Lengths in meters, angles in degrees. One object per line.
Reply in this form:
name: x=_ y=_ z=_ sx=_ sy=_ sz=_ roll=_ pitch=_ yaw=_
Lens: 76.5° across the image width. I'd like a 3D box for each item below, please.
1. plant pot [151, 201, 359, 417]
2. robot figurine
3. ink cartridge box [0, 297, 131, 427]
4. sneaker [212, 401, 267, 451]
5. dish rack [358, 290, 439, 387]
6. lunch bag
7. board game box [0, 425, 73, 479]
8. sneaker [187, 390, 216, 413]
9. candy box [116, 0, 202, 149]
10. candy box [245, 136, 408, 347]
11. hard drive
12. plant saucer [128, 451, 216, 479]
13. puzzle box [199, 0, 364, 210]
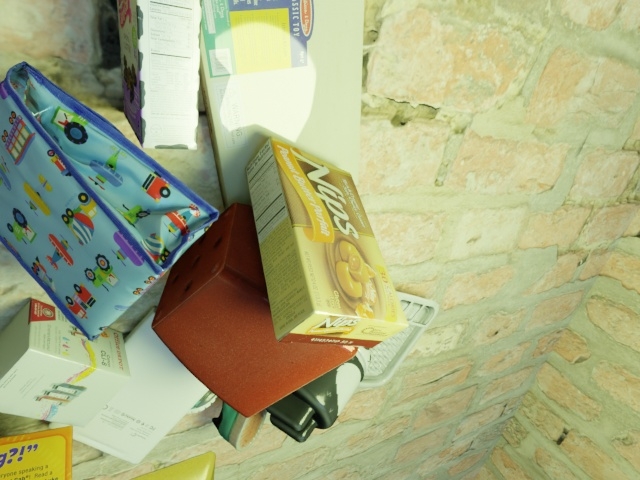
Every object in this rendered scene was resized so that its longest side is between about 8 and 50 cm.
plant pot: x=-0.123 y=0.095 z=0.707 sx=0.267 sy=0.267 sz=0.236 roll=-37 pitch=121 yaw=23
robot figurine: x=0.001 y=0.310 z=0.928 sx=0.278 sy=0.173 sz=0.209 roll=-45 pitch=-177 yaw=-37
ink cartridge box: x=-0.442 y=0.210 z=0.688 sx=0.127 sy=0.128 sz=0.176 roll=-46 pitch=134 yaw=2
sneaker: x=-0.167 y=0.325 z=0.962 sx=0.108 sy=0.121 sz=0.301 roll=37 pitch=75 yaw=-58
dish rack: x=0.160 y=0.273 z=1.152 sx=0.286 sy=0.072 sz=0.332 roll=18 pitch=109 yaw=-40
lunch bag: x=-0.321 y=-0.046 z=0.509 sx=0.293 sy=0.138 sz=0.221 roll=45 pitch=125 yaw=-13
board game box: x=-0.587 y=0.542 z=0.595 sx=0.357 sy=0.356 sz=0.356 roll=4 pitch=139 yaw=-34
sneaker: x=-0.309 y=0.353 z=0.915 sx=0.167 sy=0.065 sz=0.076 roll=-22 pitch=125 yaw=-21
candy box: x=-0.207 y=-0.235 z=0.513 sx=0.070 sy=0.165 sz=0.196 roll=-7 pitch=123 yaw=-30
candy box: x=0.000 y=0.000 z=0.630 sx=0.183 sy=0.316 sz=0.087 roll=17 pitch=133 yaw=-39
hard drive: x=-0.357 y=0.303 z=0.830 sx=0.307 sy=0.040 sz=0.203 roll=-47 pitch=116 yaw=2
plant saucer: x=-0.442 y=0.751 z=1.084 sx=0.333 sy=0.081 sz=0.332 roll=-6 pitch=123 yaw=-29
puzzle box: x=-0.057 y=-0.252 z=0.675 sx=0.273 sy=0.052 sz=0.408 roll=-17 pitch=127 yaw=-21
